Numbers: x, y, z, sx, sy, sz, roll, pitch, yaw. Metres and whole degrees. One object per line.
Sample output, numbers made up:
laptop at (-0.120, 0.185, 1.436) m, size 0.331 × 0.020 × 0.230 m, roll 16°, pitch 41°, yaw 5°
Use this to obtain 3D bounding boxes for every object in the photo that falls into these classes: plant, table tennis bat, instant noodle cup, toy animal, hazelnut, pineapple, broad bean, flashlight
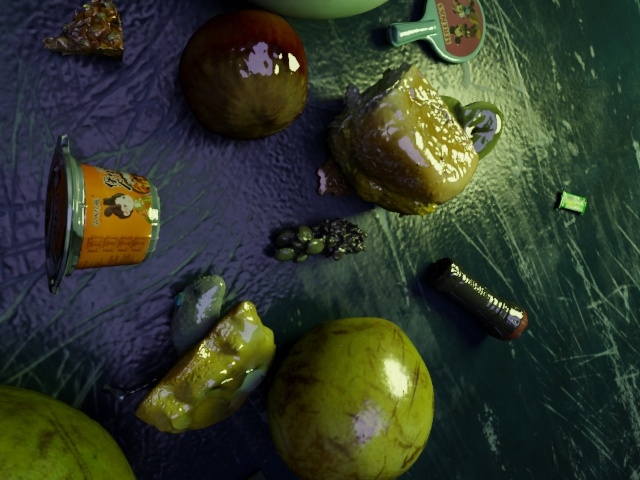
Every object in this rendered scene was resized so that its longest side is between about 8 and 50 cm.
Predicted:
plant at (0.000, 0.000, 0.823) m, size 0.174 × 0.087 × 0.085 m, roll -8°, pitch 62°, yaw -19°
table tennis bat at (0.228, -0.415, 0.908) m, size 0.244 × 0.040 × 0.152 m, roll -22°, pitch 103°, yaw -25°
instant noodle cup at (-0.300, -0.031, 0.650) m, size 0.126 × 0.178 × 0.208 m, roll 3°, pitch 113°, yaw -37°
toy animal at (-0.232, 0.160, 0.751) m, size 0.079 × 0.070 × 0.252 m, roll 38°, pitch 92°, yaw 14°
hazelnut at (-0.113, -0.260, 0.703) m, size 0.208 × 0.208 × 0.208 m, roll -2°, pitch 95°, yaw -23°
pineapple at (-0.332, -0.288, 0.671) m, size 0.114 × 0.077 × 0.114 m, roll -18°, pitch 67°, yaw -10°
broad bean at (0.252, -0.212, 0.923) m, size 0.207 × 0.072 × 0.153 m, roll -8°, pitch 94°, yaw -10°
flashlight at (0.321, 0.119, 0.969) m, size 0.232 × 0.093 × 0.093 m, roll 36°, pitch 80°, yaw -16°

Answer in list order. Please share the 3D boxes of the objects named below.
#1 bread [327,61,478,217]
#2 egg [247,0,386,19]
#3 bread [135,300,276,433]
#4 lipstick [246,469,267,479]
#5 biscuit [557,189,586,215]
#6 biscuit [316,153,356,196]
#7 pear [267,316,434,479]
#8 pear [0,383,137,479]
bread at (0.117, -0.156, 0.789) m, size 0.246 × 0.196 × 0.176 m, roll 50°, pitch 62°, yaw -16°
egg at (-0.023, -0.466, 0.662) m, size 0.389 × 0.276 × 0.275 m, roll 3°, pitch 93°, yaw -22°
bread at (-0.162, 0.216, 0.737) m, size 0.233 × 0.088 × 0.160 m, roll -41°, pitch 140°, yaw -11°
lipstick at (-0.200, 0.514, 0.781) m, size 0.290 × 0.076 × 0.077 m, roll -31°, pitch 107°, yaw -15°
biscuit at (0.590, -0.089, 1.097) m, size 0.089 × 0.016 × 0.046 m, roll 11°, pitch 92°, yaw -23°
biscuit at (0.034, -0.111, 0.859) m, size 0.092 × 0.016 × 0.082 m, roll 22°, pitch 85°, yaw -22°
pear at (0.047, 0.259, 0.771) m, size 0.284 × 0.284 × 0.283 m, roll -2°, pitch 95°, yaw -23°
pear at (-0.383, 0.359, 0.552) m, size 0.352 × 0.352 × 0.413 m, roll -25°, pitch 108°, yaw -19°
